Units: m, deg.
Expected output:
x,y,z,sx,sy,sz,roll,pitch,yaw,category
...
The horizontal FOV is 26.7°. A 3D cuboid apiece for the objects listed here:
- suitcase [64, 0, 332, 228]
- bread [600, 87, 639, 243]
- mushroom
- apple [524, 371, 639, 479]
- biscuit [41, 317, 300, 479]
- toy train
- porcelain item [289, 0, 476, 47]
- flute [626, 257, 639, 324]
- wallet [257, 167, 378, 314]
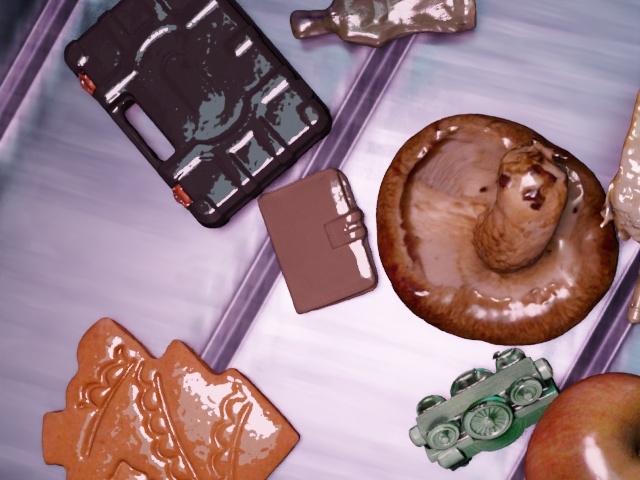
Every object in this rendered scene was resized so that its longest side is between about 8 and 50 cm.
x,y,z,sx,sy,sz,roll,pitch,yaw,category
-0.144,-0.177,1.587,0.206,0.066,0.285,-41,80,2,suitcase
0.460,-0.075,1.417,0.225,0.279,0.250,22,92,36,bread
0.180,-0.013,1.486,0.267,0.254,0.267,-7,78,33,mushroom
0.308,0.238,1.424,0.188,0.174,0.188,10,61,-18,apple
-0.177,0.230,1.582,0.306,0.043,0.283,-2,86,7,biscuit
0.189,0.195,1.518,0.178,0.071,0.104,-30,128,9,toy train
0.072,-0.263,1.569,0.216,0.069,0.081,-11,97,5,porcelain item
0.387,-0.016,1.538,0.027,0.027,0.233,15,89,8,flute
0.000,0.000,1.576,0.118,0.039,0.152,-19,82,19,wallet
